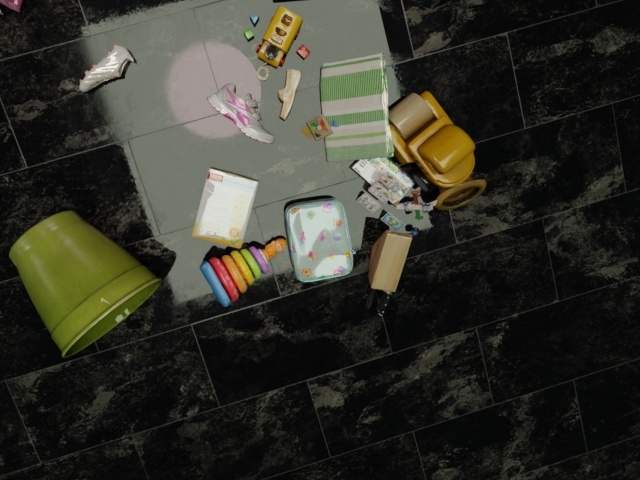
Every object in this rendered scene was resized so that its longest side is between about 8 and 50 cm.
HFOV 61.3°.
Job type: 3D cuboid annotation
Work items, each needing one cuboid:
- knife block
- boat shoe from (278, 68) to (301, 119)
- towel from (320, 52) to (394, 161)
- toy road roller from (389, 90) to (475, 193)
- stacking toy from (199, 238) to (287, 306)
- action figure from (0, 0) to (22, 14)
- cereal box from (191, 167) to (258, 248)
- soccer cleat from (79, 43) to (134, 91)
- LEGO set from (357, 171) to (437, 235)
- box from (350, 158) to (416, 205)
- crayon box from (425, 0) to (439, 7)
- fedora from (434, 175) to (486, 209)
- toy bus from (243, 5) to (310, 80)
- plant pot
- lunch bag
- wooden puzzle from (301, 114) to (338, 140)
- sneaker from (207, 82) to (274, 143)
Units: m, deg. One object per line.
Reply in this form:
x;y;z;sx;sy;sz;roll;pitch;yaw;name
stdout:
0.221;0.120;1.838;0.088;0.276;0.242;9;70;-8;knife block
-0.111;-0.483;1.777;0.059;0.063;0.170;16;89;-7;boat shoe
0.115;-0.427;1.764;0.247;0.038;0.325;1;104;30;towel
0.362;-0.323;1.746;0.202;0.240;0.330;-39;94;-2;toy road roller
-0.242;0.081;1.835;0.301;0.175;0.166;-31;97;-14;stacking toy
-0.894;-0.857;1.589;0.275;0.248;0.370;30;82;31;action figure
-0.321;-0.109;1.826;0.172;0.047;0.240;16;98;-9;cereal box
-0.676;-0.530;1.700;0.196;0.068;0.076;-45;105;0;soccer cleat
0.274;-0.123;1.857;0.244;0.060;0.182;38;136;-9;LEGO set
0.218;-0.227;1.870;0.207;0.036;0.114;40;94;-12;box
0.471;-0.894;1.691;0.323;0.203;0.083;-42;102;2;crayon box
0.474;-0.179;1.868;0.194;0.194;0.079;-20;66;-3;fedora
-0.137;-0.639;1.719;0.190;0.104;0.202;-18;102;-3;toy bus
-0.756;0.110;1.687;0.366;0.366;0.353;-41;91;2;plant pot
0.000;0.000;1.852;0.223;0.108;0.280;-11;102;-7;lunch bag
-0.003;-0.375;1.803;0.116;0.014;0.079;-30;107;30;wooden puzzle
-0.240;-0.414;1.751;0.252;0.103;0.111;40;96;-12;sneaker
